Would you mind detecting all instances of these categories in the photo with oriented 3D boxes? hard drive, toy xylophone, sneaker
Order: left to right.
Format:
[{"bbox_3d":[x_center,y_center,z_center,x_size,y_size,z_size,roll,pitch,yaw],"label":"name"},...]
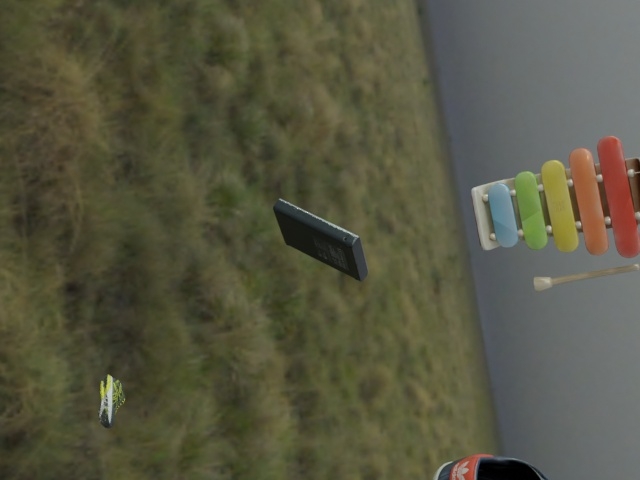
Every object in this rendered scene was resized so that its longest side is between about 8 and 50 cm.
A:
[{"bbox_3d":[-0.295,0.230,1.482,0.035,0.031,0.083,20,46,-31],"label":"sneaker"},{"bbox_3d":[0.000,0.000,1.435,0.022,0.135,0.094,-53,152,-22],"label":"hard drive"},{"bbox_3d":[0.361,0.433,1.676,0.148,0.350,0.131,126,-23,-57],"label":"sneaker"},{"bbox_3d":[0.430,-0.035,1.780,0.081,0.323,0.236,-22,93,-61],"label":"toy xylophone"}]
